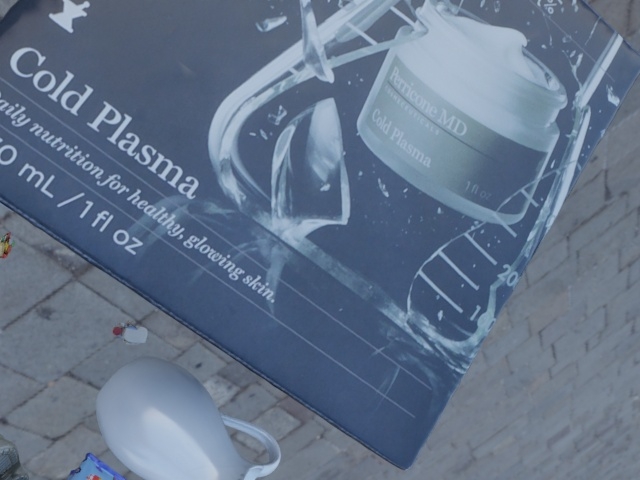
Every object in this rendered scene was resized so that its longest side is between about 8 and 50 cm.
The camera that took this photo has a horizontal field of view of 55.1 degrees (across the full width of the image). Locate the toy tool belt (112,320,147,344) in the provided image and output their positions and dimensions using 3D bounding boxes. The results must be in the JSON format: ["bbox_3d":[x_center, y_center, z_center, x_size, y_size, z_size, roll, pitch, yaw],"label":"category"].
[{"bbox_3d":[-0.440,0.209,1.402,0.083,0.051,0.052,19,85,-34],"label":"toy tool belt"}]

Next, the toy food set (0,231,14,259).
[{"bbox_3d":[-0.927,0.016,1.803,0.020,0.083,0.083,14,152,-6],"label":"toy food set"}]

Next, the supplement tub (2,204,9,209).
[{"bbox_3d":[-0.521,-0.204,1.242,0.316,0.194,0.193,-37,143,20],"label":"supplement tub"}]

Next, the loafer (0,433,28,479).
[{"bbox_3d":[-0.499,0.337,0.905,0.102,0.092,0.269,-34,162,-44],"label":"loafer"}]

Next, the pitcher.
[{"bbox_3d":[-0.156,0.234,0.750,0.126,0.207,0.177,-55,164,20],"label":"pitcher"}]

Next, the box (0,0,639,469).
[{"bbox_3d":[-0.021,-0.119,0.646,0.479,0.297,0.472,36,77,-12],"label":"box"}]

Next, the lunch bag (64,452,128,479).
[{"bbox_3d":[-0.481,0.670,1.393,0.293,0.221,0.138,37,127,-11],"label":"lunch bag"}]
